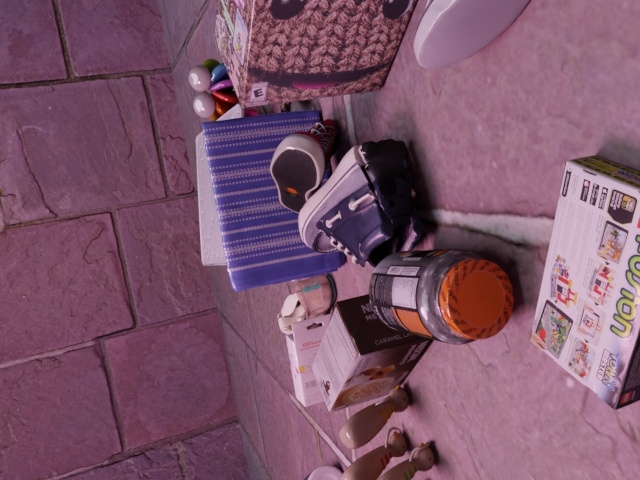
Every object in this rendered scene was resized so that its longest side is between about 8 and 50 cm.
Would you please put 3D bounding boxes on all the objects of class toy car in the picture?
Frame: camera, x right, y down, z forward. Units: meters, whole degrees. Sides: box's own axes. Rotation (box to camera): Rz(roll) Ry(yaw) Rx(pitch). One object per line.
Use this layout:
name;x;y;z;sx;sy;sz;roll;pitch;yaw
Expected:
toy car;-0.291;-0.445;1.593;0.136;0.159;0.182;3;107;34

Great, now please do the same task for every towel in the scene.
towel;-0.088;-0.081;1.075;0.040;0.243;0.336;-170;70;-72

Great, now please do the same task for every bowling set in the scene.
bowling set;0.146;0.426;0.938;0.200;0.154;0.287;31;131;39

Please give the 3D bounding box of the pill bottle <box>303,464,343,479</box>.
pill bottle;0.002;0.688;1.475;0.187;0.112;0.112;110;143;-56

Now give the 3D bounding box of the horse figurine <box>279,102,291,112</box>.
horse figurine;-0.102;-0.374;1.201;0.263;0.066;0.175;-148;55;-60

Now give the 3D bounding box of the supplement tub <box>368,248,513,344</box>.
supplement tub;0.150;0.070;0.697;0.190;0.117;0.117;176;83;-69

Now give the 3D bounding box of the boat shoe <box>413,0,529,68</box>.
boat shoe;0.159;-0.280;0.504;0.267;0.096;0.088;118;140;-59

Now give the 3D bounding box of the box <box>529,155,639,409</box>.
box;0.261;0.039;0.496;0.114;0.036;0.207;-132;35;-54

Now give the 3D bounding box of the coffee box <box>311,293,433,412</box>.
coffee box;0.082;0.190;0.921;0.247;0.141;0.098;107;146;-52

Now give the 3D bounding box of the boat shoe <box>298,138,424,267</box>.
boat shoe;0.054;-0.012;0.890;0.340;0.127;0.158;123;139;-62

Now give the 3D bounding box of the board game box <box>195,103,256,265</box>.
board game box;-0.255;-0.129;1.467;0.390;0.050;0.390;-6;87;62

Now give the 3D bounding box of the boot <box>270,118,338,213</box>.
boot;-0.014;-0.168;0.944;0.244;0.088;0.176;101;-169;-73

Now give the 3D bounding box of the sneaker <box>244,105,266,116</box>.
sneaker;-0.171;-0.310;1.416;0.134;0.070;0.051;-121;30;-41

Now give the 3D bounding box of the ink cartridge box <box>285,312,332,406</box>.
ink cartridge box;-0.010;0.269;1.254;0.067;0.115;0.198;-168;69;-69

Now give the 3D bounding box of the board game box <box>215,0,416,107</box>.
board game box;-0.003;-0.339;0.704;0.291;0.232;0.141;111;141;-57

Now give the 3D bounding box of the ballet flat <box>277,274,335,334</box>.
ballet flat;-0.049;0.177;1.317;0.316;0.106;0.108;106;146;-53
